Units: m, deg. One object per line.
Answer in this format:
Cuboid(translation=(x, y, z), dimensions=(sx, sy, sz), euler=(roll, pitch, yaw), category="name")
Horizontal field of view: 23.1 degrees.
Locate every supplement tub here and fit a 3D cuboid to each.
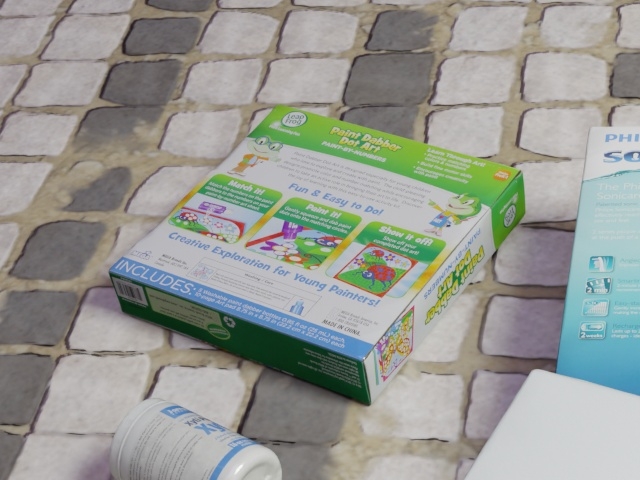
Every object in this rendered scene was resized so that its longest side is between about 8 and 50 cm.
Cuboid(translation=(-0.087, 0.159, 1.094), dimensions=(0.107, 0.071, 0.071), euler=(21, 50, 32), category="supplement tub")

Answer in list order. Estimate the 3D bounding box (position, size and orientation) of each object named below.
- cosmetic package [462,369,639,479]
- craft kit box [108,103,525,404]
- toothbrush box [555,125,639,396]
Cuboid(translation=(0.134, 0.233, 0.835), dimensions=(0.138, 0.225, 0.224), euler=(15, 46, 28), category="cosmetic package")
Cuboid(translation=(0.000, 0.000, 1.277), dimensions=(0.250, 0.061, 0.246), euler=(18, 50, 31), category="craft kit box")
Cuboid(translation=(0.285, 0.051, 1.090), dimensions=(0.216, 0.126, 0.295), euler=(0, 41, 15), category="toothbrush box")
